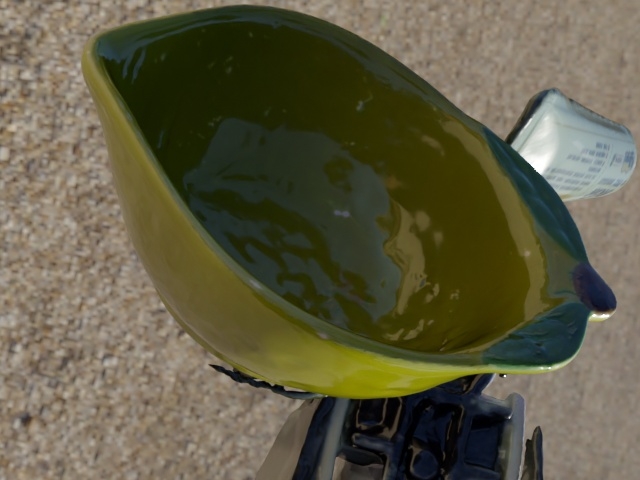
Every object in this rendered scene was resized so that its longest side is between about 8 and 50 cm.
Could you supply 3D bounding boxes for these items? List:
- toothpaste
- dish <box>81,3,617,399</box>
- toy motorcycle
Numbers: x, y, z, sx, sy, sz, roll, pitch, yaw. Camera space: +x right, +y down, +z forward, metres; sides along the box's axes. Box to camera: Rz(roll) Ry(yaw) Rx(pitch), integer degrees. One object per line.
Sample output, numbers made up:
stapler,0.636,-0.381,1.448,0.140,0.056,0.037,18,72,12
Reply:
toothpaste,0.123,-0.042,0.599,0.067,0.037,0.255,-53,162,18
dish,0.000,0.000,0.430,0.080,0.208,0.149,-49,-161,41
toy motorcycle,0.035,0.125,0.648,0.188,0.143,0.327,126,-22,-71
